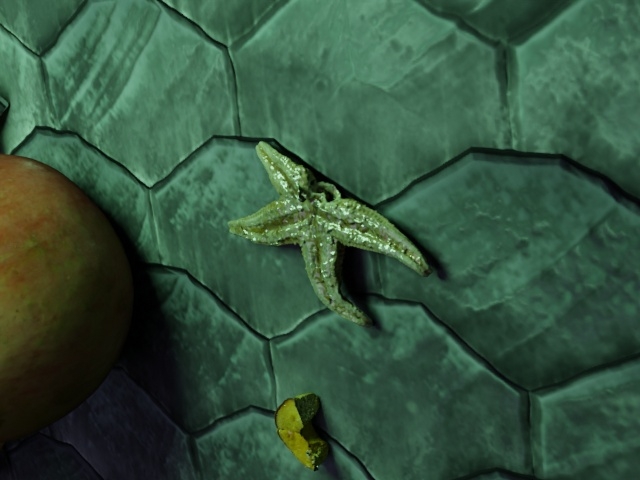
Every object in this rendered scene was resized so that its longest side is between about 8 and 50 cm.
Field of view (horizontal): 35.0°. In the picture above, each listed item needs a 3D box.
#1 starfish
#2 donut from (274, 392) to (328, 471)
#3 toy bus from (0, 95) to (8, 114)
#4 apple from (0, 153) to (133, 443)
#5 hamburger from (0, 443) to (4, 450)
[{"bbox_3d":[-0.002,0.002,1.047,0.247,0.050,0.138,38,131,27],"label":"starfish"},{"bbox_3d":[-0.014,0.216,1.159,0.083,0.038,0.067,49,130,7],"label":"donut"},{"bbox_3d":[-0.541,-0.118,1.349,0.268,0.092,0.106,-48,61,0],"label":"toy bus"},{"bbox_3d":[-0.421,0.078,1.247,0.364,0.364,0.364,18,119,35],"label":"apple"},{"bbox_3d":[-0.608,0.250,1.506,0.318,0.158,0.319,10,124,15],"label":"hamburger"}]
